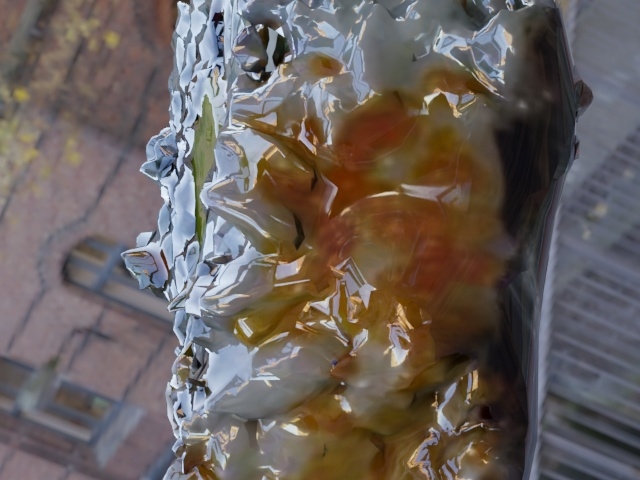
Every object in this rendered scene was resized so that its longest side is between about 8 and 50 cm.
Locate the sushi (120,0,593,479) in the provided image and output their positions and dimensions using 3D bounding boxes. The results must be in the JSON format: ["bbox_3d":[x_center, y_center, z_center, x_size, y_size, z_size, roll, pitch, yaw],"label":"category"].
[{"bbox_3d":[-0.001,0.000,0.750,0.417,0.175,0.418,-176,90,-80],"label":"sushi"}]
